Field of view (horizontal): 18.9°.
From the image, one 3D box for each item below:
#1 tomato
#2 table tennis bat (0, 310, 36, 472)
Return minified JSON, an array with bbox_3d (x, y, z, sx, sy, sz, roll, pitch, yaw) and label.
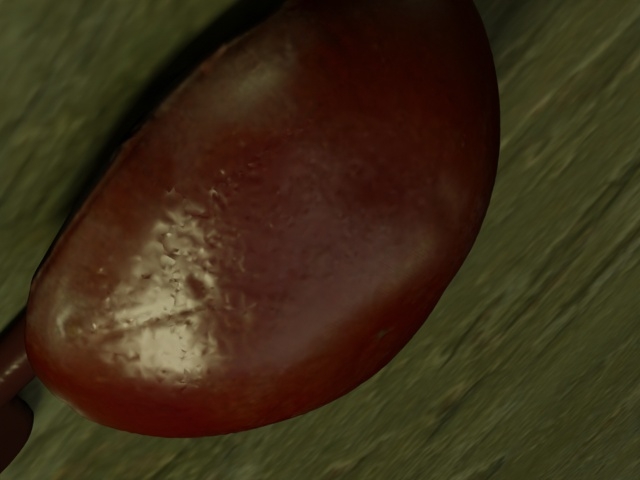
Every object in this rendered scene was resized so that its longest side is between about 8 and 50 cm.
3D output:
[{"bbox_3d":[-0.002,-0.003,0.624,0.166,0.082,0.174,-16,143,-43],"label":"tomato"},{"bbox_3d":[-0.133,0.069,0.685,0.154,0.019,0.098,-45,155,27],"label":"table tennis bat"}]
